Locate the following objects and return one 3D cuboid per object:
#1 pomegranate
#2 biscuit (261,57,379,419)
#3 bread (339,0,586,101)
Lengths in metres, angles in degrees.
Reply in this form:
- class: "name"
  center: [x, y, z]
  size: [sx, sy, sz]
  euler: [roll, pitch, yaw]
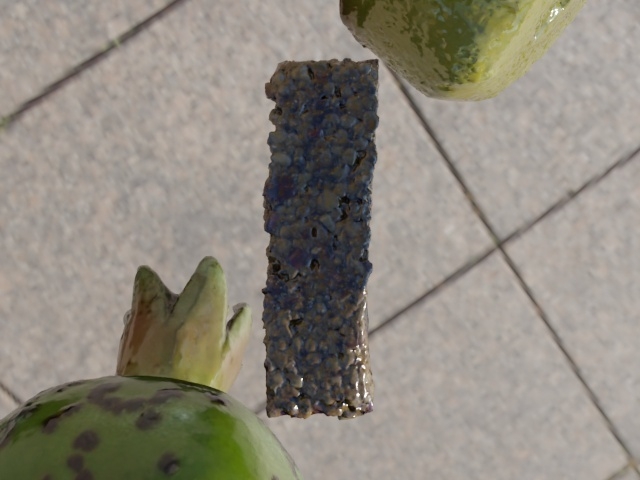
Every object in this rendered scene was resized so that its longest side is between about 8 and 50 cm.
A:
- class: "pomegranate"
  center: [-0.125, 0.159, 0.954]
  size: [0.231, 0.286, 0.231]
  euler: [-9, 130, -10]
- class: "biscuit"
  center: [0.000, 0.000, 0.858]
  size: [0.064, 0.034, 0.199]
  euler: [1, 96, 0]
- class: "bread"
  center: [0.126, -0.220, 1.089]
  size: [0.270, 0.148, 0.270]
  euler: [-50, 172, -10]
